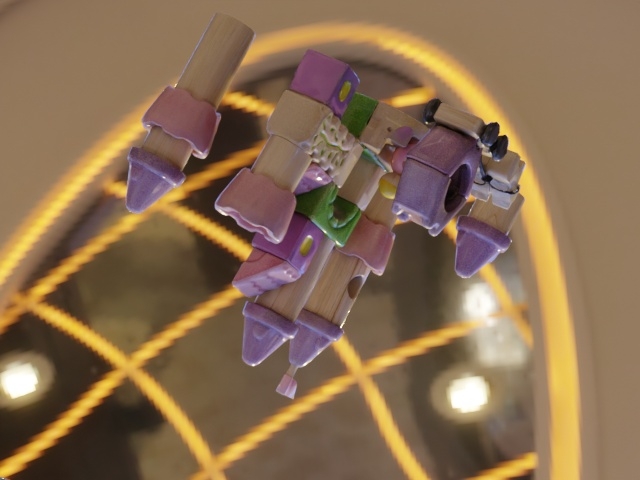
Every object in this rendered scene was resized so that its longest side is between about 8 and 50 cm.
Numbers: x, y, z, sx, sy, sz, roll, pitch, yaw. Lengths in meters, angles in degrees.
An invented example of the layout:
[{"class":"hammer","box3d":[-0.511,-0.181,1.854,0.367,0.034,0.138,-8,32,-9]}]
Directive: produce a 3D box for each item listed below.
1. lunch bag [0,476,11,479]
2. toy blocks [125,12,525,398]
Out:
[{"class":"lunch bag","box3d":[-0.263,0.275,1.346,0.090,0.176,0.219,7,-106,41]},{"class":"toy blocks","box3d":[0.000,0.000,1.662,0.309,0.288,0.260,24,-99,27]}]
